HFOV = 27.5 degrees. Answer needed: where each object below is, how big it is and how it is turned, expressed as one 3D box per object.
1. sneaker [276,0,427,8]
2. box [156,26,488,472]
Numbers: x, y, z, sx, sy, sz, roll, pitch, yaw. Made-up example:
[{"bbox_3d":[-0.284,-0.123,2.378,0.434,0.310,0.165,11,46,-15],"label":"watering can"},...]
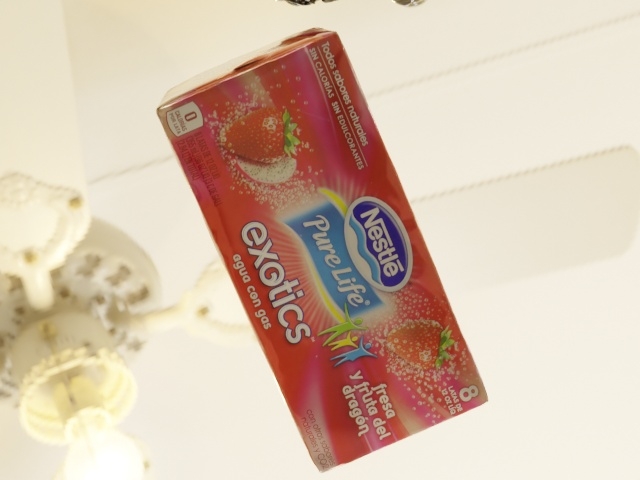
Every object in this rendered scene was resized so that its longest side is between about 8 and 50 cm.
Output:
[{"bbox_3d":[0.010,-0.255,1.170,0.130,0.286,0.109,-47,-54,6],"label":"sneaker"},{"bbox_3d":[0.000,0.000,0.851,0.123,0.128,0.257,-23,-78,0],"label":"box"}]
